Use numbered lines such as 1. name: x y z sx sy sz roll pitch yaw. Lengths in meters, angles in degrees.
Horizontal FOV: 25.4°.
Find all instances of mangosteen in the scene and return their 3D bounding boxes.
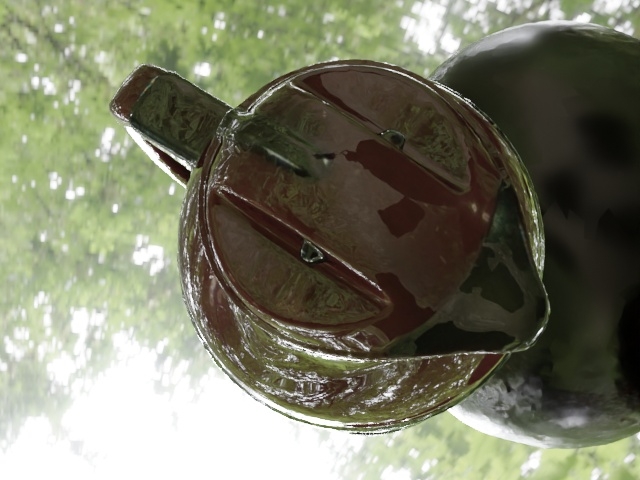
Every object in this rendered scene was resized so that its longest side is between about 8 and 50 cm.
1. mangosteen: 0.179 -0.009 0.929 0.302 0.275 0.275 -14 -116 -30

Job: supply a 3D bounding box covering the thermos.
1. thermos: 0.009 -0.001 0.486 0.109 0.330 0.136 -23 -98 -1
